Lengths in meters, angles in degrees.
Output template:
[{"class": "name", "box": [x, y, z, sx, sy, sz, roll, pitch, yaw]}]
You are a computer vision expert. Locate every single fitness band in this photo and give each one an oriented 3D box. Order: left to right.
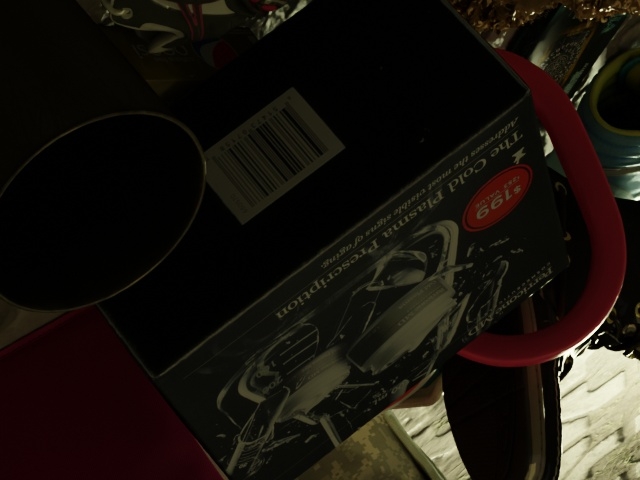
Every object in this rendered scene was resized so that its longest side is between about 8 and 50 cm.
[{"class": "fitness band", "box": [0.151, -0.030, 1.763, 0.209, 0.291, 0.054, -21, 170, -5]}]

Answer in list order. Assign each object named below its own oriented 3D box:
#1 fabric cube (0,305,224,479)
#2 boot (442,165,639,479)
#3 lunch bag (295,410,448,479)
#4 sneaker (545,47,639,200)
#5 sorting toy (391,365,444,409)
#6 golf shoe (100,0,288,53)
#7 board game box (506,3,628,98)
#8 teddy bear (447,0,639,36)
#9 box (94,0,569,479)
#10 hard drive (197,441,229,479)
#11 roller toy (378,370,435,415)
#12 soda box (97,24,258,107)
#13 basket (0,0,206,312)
[{"class": "fabric cube", "box": [-0.228, 0.261, 1.789, 0.254, 0.258, 0.259, -31, 154, -15]}, {"class": "boot", "box": [0.260, 0.087, 1.915, 0.284, 0.377, 0.138, 13, 143, -26]}, {"class": "lunch bag", "box": [0.036, 0.329, 2.199, 0.256, 0.305, 0.212, -44, 157, 16]}, {"class": "sneaker", "box": [0.384, -0.130, 2.085, 0.319, 0.127, 0.208, -24, 153, -29]}, {"class": "sorting toy", "box": [0.099, 0.120, 2.095, 0.208, 0.038, 0.193, -16, -162, 45]}, {"class": "golf shoe", "box": [-0.112, -0.197, 1.342, 0.120, 0.105, 0.273, -33, 155, 8]}, {"class": "board game box", "box": [0.233, -0.193, 1.890, 0.126, 0.026, 0.186, -12, 145, -44]}, {"class": "teddy bear", "box": [0.172, -0.260, 1.630, 0.338, 0.113, 0.245, -14, 140, -27]}, {"class": "box", "box": [0.000, 0.000, 1.554, 0.343, 0.179, 0.312, -37, 154, -5]}, {"class": "hard drive", "box": [-0.168, 0.345, 2.084, 0.307, 0.203, 0.040, -37, 178, -2]}, {"class": "roller toy", "box": [0.011, 0.088, 1.938, 0.209, 0.146, 0.191, -33, 156, 17]}, {"class": "soda box", "box": [-0.114, -0.122, 1.510, 0.181, 0.061, 0.058, -7, 142, -48]}, {"class": "basket", "box": [-0.197, -0.094, 1.253, 0.154, 0.227, 0.204, -34, 154, -8]}]
